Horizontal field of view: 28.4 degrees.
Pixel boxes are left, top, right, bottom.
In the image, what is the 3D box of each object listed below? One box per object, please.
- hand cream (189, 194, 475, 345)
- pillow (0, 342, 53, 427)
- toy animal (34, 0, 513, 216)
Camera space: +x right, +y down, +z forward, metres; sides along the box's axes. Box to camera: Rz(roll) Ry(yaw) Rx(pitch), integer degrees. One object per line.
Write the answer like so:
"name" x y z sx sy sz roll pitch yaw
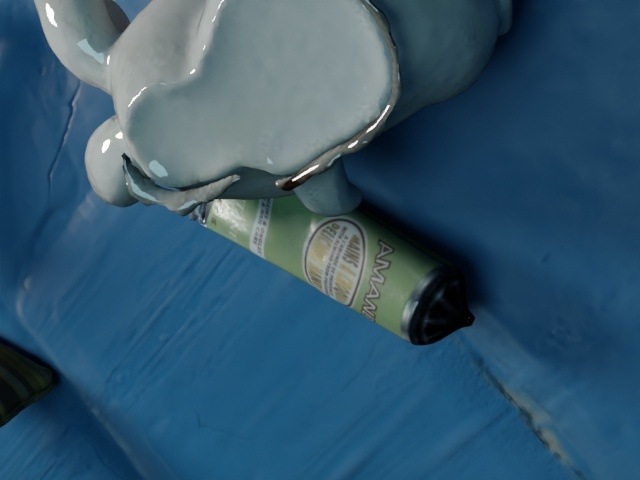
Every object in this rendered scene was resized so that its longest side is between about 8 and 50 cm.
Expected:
"hand cream" 0.000 0.000 0.837 0.235 0.055 0.086 31 119 30
"pillow" -0.361 0.123 1.023 0.208 0.212 0.052 28 136 23
"toy animal" -0.046 -0.112 0.752 0.325 0.154 0.208 -1 117 27
